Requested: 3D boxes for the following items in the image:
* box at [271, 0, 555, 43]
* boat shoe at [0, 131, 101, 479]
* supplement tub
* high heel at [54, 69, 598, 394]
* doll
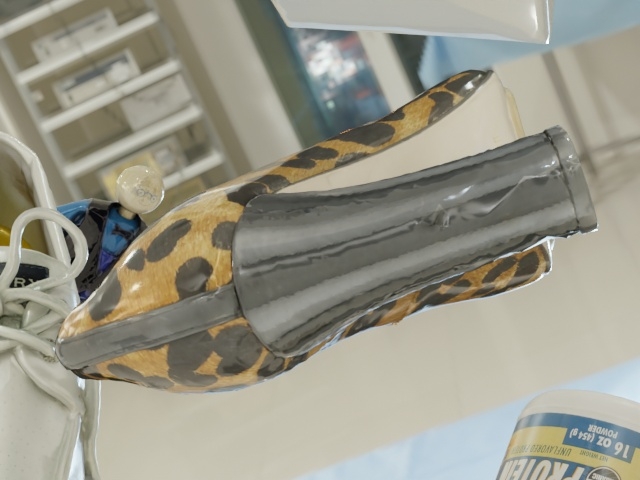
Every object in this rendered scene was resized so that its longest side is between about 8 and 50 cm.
[{"bbox_3d":[0.040,-0.256,0.718,0.168,0.215,0.345,5,-10,11],"label":"box"},{"bbox_3d":[-0.176,0.053,0.767,0.136,0.156,0.367,10,33,-16],"label":"boat shoe"},{"bbox_3d":[0.166,0.211,0.905,0.144,0.144,0.199,-6,52,50],"label":"supplement tub"},{"bbox_3d":[0.000,0.000,0.576,0.186,0.093,0.261,-18,1,3],"label":"high heel"},{"bbox_3d":[-0.172,0.027,1.103,0.189,0.129,0.046,-62,22,9],"label":"doll"}]
